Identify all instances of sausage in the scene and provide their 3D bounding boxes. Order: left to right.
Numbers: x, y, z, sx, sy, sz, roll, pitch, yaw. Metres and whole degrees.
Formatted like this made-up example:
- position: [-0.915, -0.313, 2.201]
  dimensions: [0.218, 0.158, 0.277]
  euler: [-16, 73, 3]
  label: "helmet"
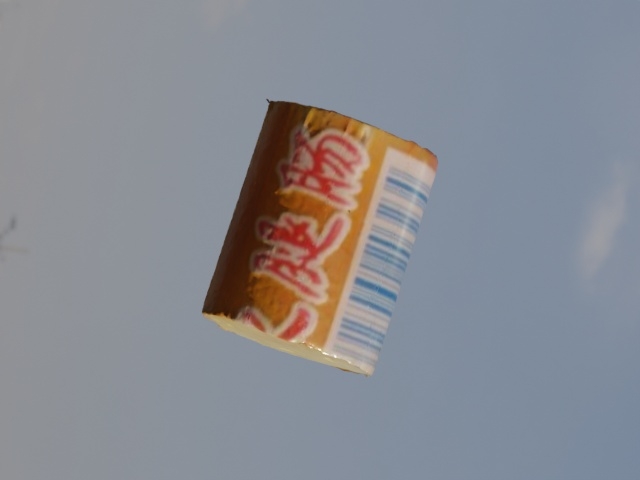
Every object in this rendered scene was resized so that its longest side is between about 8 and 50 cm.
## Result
- position: [0.000, 0.000, 2.179]
  dimensions: [0.233, 0.233, 0.287]
  euler: [-175, -76, -72]
  label: "sausage"
